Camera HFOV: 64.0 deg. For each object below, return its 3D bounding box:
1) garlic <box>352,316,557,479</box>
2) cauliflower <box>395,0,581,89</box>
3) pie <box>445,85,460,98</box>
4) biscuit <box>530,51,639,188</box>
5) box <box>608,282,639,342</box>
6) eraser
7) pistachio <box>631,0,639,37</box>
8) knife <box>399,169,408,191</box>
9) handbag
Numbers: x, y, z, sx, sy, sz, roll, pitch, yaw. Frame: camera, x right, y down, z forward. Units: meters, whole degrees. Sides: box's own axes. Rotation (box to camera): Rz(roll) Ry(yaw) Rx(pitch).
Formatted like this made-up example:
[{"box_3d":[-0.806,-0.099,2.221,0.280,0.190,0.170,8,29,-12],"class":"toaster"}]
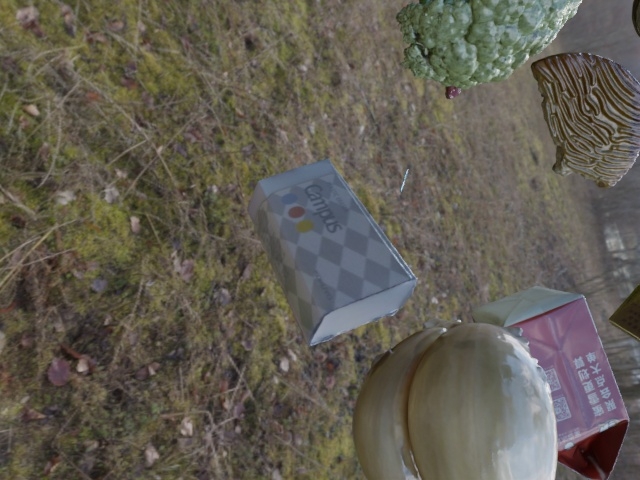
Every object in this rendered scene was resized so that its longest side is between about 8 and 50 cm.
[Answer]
[{"box_3d":[0.175,0.256,0.673,0.249,0.286,0.313,20,74,-48],"class":"garlic"},{"box_3d":[0.259,-0.389,0.837,0.275,0.272,0.250,-8,72,-41],"class":"cauliflower"},{"box_3d":[0.392,-0.498,1.476,0.182,0.049,0.183,13,90,-78],"class":"pie"},{"box_3d":[0.403,-0.186,0.788,0.228,0.176,0.031,28,25,-8],"class":"biscuit"},{"box_3d":[0.577,0.116,0.878,0.023,0.133,0.090,42,-1,-43],"class":"box"},{"box_3d":[0.000,0.000,1.005,0.082,0.213,0.397,81,-15,-45],"class":"eraser"},{"box_3d":[0.630,-0.425,0.788,0.197,0.288,0.166,53,29,-3],"class":"pistachio"},{"box_3d":[0.232,-0.168,1.419,0.014,0.005,0.091,71,32,-41],"class":"knife"},{"box_3d":[0.391,0.237,0.864,0.171,0.151,0.298,-168,-123,-88],"class":"handbag"}]
